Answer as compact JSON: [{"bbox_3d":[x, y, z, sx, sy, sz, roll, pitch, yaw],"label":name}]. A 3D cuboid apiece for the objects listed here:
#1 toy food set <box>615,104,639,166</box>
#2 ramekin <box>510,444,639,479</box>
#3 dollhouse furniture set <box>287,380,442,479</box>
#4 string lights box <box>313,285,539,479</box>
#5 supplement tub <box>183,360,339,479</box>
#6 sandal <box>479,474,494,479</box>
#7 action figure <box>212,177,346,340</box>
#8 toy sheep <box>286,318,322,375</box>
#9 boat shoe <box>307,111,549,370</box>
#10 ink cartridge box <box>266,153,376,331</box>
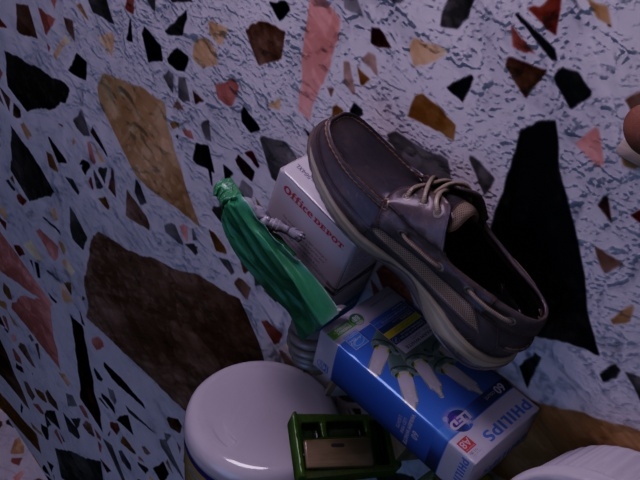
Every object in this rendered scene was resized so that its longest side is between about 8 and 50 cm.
[{"bbox_3d":[0.325,-0.115,0.900,0.128,0.071,0.217,40,142,25],"label":"toy food set"},{"bbox_3d":[0.330,0.358,1.172,0.273,0.127,0.272,19,120,37],"label":"ramekin"},{"bbox_3d":[0.068,0.341,1.374,0.197,0.151,0.301,116,150,-53],"label":"dollhouse furniture set"},{"bbox_3d":[0.130,0.185,1.315,0.260,0.133,0.076,39,140,26],"label":"string lights box"},{"bbox_3d":[-0.097,0.381,1.653,0.241,0.241,0.331,36,139,30],"label":"supplement tub"},{"bbox_3d":[0.249,0.447,1.351,0.317,0.126,0.138,48,125,33],"label":"sandal"},{"bbox_3d":[-0.062,0.014,1.334,0.232,0.063,0.137,52,147,3],"label":"action figure"},{"bbox_3d":[-0.006,0.141,1.498,0.091,0.091,0.132,27,129,38],"label":"toy sheep"},{"bbox_3d":[0.133,-0.019,1.186,0.355,0.132,0.130,48,135,0],"label":"boat shoe"},{"bbox_3d":[0.000,0.000,1.379,0.148,0.086,0.203,46,143,19],"label":"ink cartridge box"}]
